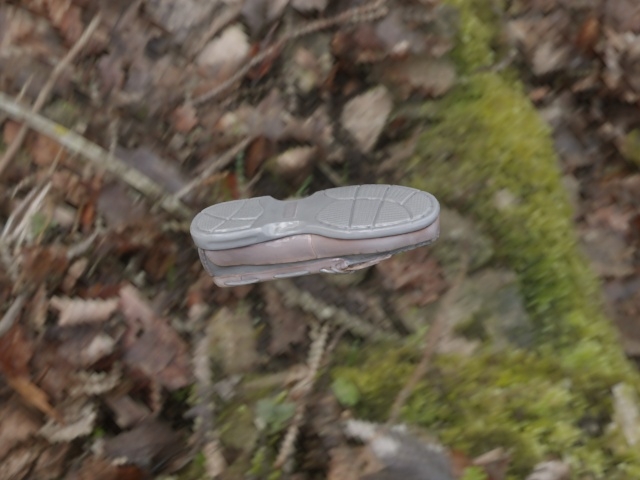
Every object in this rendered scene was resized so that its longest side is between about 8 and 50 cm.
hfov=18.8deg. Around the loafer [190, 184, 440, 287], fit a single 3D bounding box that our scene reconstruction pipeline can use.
[{"bbox_3d":[0.000,0.000,0.940,0.125,0.039,0.045,-3,32,18],"label":"loafer"}]
